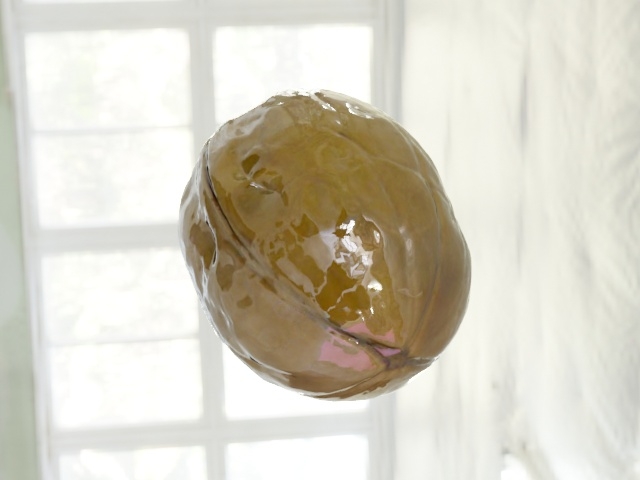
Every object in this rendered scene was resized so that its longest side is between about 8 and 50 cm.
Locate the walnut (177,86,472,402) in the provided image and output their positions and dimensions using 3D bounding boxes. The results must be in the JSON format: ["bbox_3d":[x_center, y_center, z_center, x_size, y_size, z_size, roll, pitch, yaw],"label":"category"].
[{"bbox_3d":[0.000,0.000,0.825,0.167,0.167,0.207,95,-28,-47],"label":"walnut"}]
